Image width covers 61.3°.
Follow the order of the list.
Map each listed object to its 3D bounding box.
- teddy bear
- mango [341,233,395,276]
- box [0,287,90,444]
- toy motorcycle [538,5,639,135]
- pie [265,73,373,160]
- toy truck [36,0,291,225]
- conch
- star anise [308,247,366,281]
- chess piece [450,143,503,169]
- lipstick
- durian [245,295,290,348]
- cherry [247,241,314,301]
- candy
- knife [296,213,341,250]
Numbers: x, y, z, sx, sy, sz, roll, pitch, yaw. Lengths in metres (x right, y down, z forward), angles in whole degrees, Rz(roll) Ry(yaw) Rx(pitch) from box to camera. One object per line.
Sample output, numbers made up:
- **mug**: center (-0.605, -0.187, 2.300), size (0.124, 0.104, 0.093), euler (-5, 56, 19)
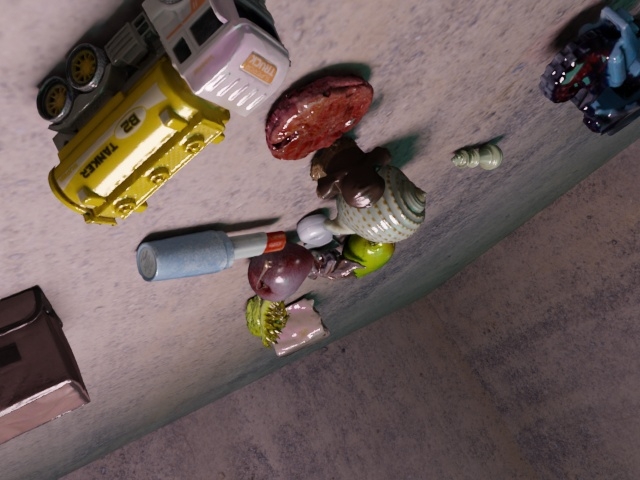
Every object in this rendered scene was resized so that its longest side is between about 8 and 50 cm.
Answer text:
- **teddy bear**: center (0.036, -0.108, 0.771), size (0.119, 0.160, 0.078), euler (-32, 127, -2)
- **mango**: center (0.117, 0.026, 1.336), size (0.125, 0.111, 0.233), euler (-20, 162, -14)
- **box**: center (-0.476, 0.206, 0.751), size (0.252, 0.153, 0.188), euler (-25, 164, -24)
- **toy motorcycle**: center (0.543, -0.318, 0.980), size (0.416, 0.172, 0.232), euler (4, 138, -49)
- **pie**: center (-0.004, -0.157, 0.688), size (0.153, 0.038, 0.153), euler (-30, 166, -8)
- **toy truck**: center (-0.129, -0.114, 0.444), size (0.227, 0.114, 0.098), euler (-36, 163, 20)
- **conch**: center (0.096, -0.072, 0.959), size (0.199, 0.131, 0.172), euler (5, -152, 26)
- **star anise**: center (0.015, 0.060, 1.281), size (0.180, 0.061, 0.204), euler (6, 163, -1)
- **chess piece**: center (0.340, -0.183, 1.198), size (0.149, 0.059, 0.059), euler (-10, 155, -39)
- **lipstick**: center (-0.159, 0.015, 0.877), size (0.274, 0.068, 0.061), euler (-10, 158, -47)
- **durian**: center (-0.137, 0.205, 1.410), size (0.106, 0.132, 0.375), euler (-37, 163, -25)
- **cherry**: center (-0.068, 0.044, 1.058), size (0.148, 0.115, 0.188), euler (-1, 148, -23)
- **candy**: center (-0.082, 0.279, 1.719), size (0.195, 0.137, 0.185), euler (-27, 164, -2)
- **knife**: center (-0.002, 0.001, 1.191), size (0.080, 0.044, 0.331), euler (-23, 169, 2)
